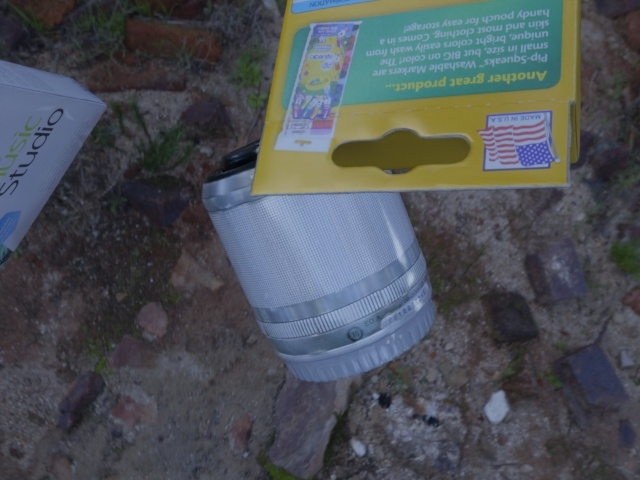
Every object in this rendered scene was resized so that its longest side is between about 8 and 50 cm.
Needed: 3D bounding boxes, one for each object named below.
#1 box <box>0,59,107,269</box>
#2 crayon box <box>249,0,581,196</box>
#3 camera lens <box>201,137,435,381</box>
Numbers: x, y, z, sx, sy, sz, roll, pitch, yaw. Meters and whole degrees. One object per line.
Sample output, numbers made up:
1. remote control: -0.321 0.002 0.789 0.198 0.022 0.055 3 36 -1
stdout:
1. box: -0.323 -0.049 0.563 0.058 0.322 0.232 35 98 -1
2. crayon box: 0.080 -0.166 0.468 0.203 0.083 0.323 0 69 23
3. camera lens: 0.000 0.000 0.782 0.219 0.219 0.275 -28 104 -23
